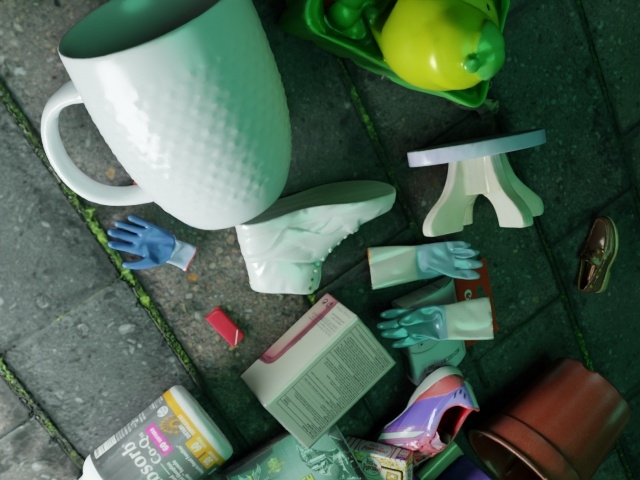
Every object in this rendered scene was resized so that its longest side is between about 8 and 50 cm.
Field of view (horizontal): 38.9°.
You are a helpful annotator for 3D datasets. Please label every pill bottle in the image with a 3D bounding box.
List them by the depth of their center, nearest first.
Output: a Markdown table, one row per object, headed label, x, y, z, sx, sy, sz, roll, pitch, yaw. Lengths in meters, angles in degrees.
| label | x | y | z | sx | sy | sz | roll | pitch | yaw |
| --- | --- | --- | --- | --- | --- | --- | --- | --- | --- |
| pill bottle | -0.302 | 0.393 | 1.556 | 0.278 | 0.162 | 0.162 | -40 | 121 | -10 |

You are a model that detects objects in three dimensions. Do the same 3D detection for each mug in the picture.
| label | x | y | z | sx | sy | sz | roll | pitch | yaw |
| --- | --- | --- | --- | --- | --- | --- | --- | --- | --- |
| mug | -0.230 | -0.178 | 1.346 | 0.374 | 0.276 | 0.328 | -18 | 123 | 8 |

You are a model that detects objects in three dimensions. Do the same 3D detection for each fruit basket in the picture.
| label | x | y | z | sx | sy | sz | roll | pitch | yaw |
| --- | --- | --- | --- | --- | --- | --- | --- | --- | --- |
| fruit basket | 0.154 | -0.355 | 1.381 | 0.392 | 0.392 | 0.282 | 18 | 83 | -31 |

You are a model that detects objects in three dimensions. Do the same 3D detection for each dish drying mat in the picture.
| label | x | y | z | sx | sy | sz | roll | pitch | yaw |
| --- | --- | --- | --- | --- | --- | --- | --- | --- | --- |
| dish drying mat | -0.170 | 0.155 | 1.628 | 0.032 | 0.008 | 0.083 | -43 | 122 | -7 |

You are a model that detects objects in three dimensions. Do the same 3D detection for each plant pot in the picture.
| label | x | y | z | sx | sy | sz | roll | pitch | yaw |
| --- | --- | --- | --- | --- | --- | --- | --- | --- | --- |
| plant pot | 0.503 | 0.409 | 1.935 | 0.265 | 0.272 | 0.272 | -44 | 122 | -16 |

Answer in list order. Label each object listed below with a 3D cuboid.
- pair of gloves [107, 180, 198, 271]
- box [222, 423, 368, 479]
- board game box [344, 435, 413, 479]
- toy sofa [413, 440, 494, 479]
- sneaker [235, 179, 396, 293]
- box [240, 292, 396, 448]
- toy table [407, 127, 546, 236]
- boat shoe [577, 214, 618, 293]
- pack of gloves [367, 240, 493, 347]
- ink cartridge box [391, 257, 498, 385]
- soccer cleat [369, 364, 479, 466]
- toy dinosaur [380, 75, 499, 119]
| label | x | y | z | sx | sy | sz | roll | pitch | yaw |
| --- | --- | --- | --- | --- | --- | --- | --- | --- | --- |
| pair of gloves | -0.260 | -0.035 | 1.505 | 0.159 | 0.023 | 0.198 | 24 | 95 | -30 |
| box | -0.043 | 0.459 | 1.737 | 0.231 | 0.056 | 0.183 | -30 | 96 | -15 |
| board game box | 0.111 | 0.500 | 1.821 | 0.045 | 0.147 | 0.193 | -38 | 132 | -58 |
| toy sofa | 0.327 | 0.558 | 1.825 | 0.150 | 0.362 | 0.177 | -42 | 127 | -7 |
| sneaker | 0.000 | 0.000 | 1.611 | 0.293 | 0.108 | 0.169 | -15 | 116 | -12 |
| box | -0.004 | 0.238 | 1.674 | 0.232 | 0.127 | 0.148 | -43 | 122 | -7 |
| toy table | 0.296 | -0.106 | 1.652 | 0.274 | 0.252 | 0.160 | -10 | 97 | -12 |
| boat shoe | 0.593 | 0.034 | 1.946 | 0.060 | 0.064 | 0.178 | -7 | 113 | -27 |
| pack of gloves | 0.208 | 0.103 | 1.744 | 0.232 | 0.046 | 0.195 | -4 | 85 | -11 |
| ink cartridge box | 0.265 | 0.164 | 1.831 | 0.232 | 0.066 | 0.189 | -21 | 116 | -15 |
| soccer cleat | 0.195 | 0.397 | 1.814 | 0.109 | 0.116 | 0.318 | 21 | 113 | -38 |
| toy dinosaur | 0.248 | -0.302 | 1.651 | 0.268 | 0.064 | 0.118 | 16 | 107 | -28 |
